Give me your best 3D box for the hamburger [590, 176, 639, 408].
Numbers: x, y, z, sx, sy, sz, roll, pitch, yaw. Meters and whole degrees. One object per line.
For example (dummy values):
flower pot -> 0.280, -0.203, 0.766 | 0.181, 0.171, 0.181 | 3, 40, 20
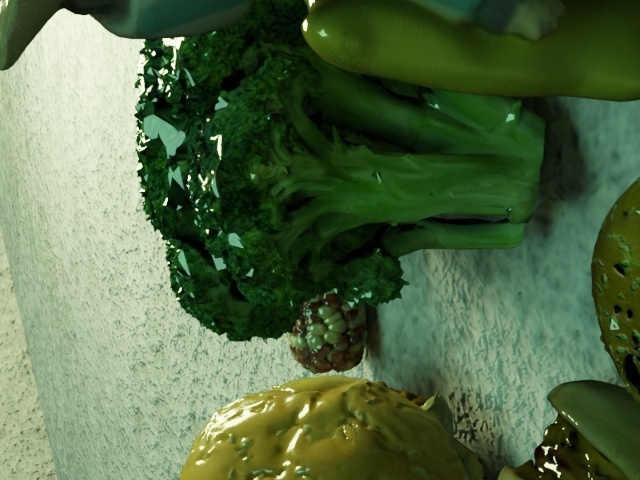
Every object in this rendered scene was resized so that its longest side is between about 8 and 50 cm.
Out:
hamburger -> 0.212, 0.043, 0.471 | 0.177, 0.113, 0.186 | -45, 59, 57

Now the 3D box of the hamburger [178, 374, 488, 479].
hamburger -> 0.001, 0.240, 0.773 | 0.259, 0.144, 0.283 | -18, 49, 24

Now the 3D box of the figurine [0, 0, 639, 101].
figurine -> 0.048, -0.265, 0.400 | 0.266, 0.361, 0.378 | 56, 143, 37

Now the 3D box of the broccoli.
broccoli -> 0.012, -0.073, 0.697 | 0.308, 0.275, 0.308 | 15, -90, -81

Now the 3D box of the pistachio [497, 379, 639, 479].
pistachio -> 0.184, 0.158, 0.575 | 0.129, 0.131, 0.206 | -51, 31, -2

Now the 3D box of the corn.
corn -> 0.000, 0.000, 0.906 | 0.079, 0.079, 0.237 | 17, 113, 60
